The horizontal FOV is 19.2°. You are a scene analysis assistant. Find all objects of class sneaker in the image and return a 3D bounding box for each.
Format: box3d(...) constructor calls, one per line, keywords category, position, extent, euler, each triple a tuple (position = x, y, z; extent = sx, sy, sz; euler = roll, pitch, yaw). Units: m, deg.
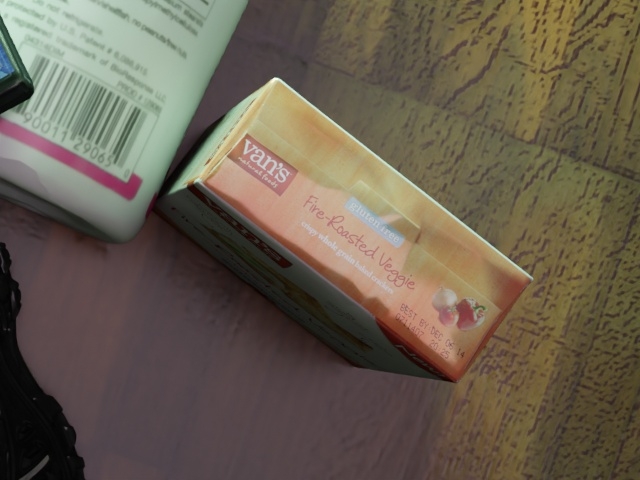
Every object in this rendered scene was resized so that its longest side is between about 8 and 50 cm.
box3d(category="sneaker", position=(-0.203, 0.099, 1.010), extent=(0.108, 0.100, 0.271), euler=(-12, 100, 25))

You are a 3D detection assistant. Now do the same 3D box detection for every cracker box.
box3d(category="cracker box", position=(0.000, 0.000, 0.973), extent=(0.155, 0.232, 0.067), euler=(38, 81, -7))

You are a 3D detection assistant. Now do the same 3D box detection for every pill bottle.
box3d(category="pill bottle", position=(-0.111, -0.156, 0.995), extent=(0.160, 0.160, 0.283), euler=(26, 83, -9))

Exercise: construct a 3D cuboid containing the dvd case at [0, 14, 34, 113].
box3d(category="dvd case", position=(-0.282, -0.085, 0.919), extent=(0.253, 0.022, 0.180), euler=(-28, 71, 3))
